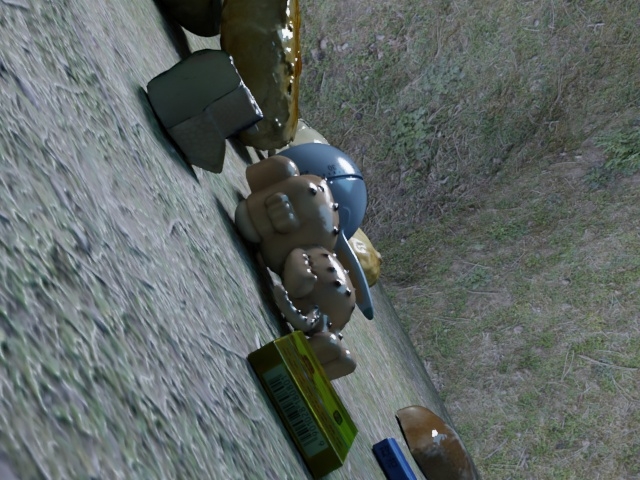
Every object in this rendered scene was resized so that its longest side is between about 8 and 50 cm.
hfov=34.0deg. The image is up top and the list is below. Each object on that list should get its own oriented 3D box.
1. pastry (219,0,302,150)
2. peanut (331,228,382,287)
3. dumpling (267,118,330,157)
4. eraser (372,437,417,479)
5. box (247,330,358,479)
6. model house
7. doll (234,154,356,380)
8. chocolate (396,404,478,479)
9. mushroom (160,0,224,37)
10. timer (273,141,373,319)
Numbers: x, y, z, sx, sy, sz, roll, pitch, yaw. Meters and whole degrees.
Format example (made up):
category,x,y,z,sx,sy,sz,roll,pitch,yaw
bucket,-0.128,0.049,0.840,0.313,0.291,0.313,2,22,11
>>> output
category,x,y,z,sx,sy,sz,roll,pitch,yaw
pastry,-0.101,-0.303,1.795,0.329,0.136,0.330,1,90,-89
peanut,0.049,0.026,2.072,0.159,0.109,0.141,49,-13,31
dumpling,-0.043,-0.136,2.119,0.247,0.142,0.173,66,33,-50
eraser,0.100,0.293,1.331,0.085,0.027,0.063,61,3,15
box,-0.012,0.145,0.972,0.121,0.030,0.193,61,3,5
model house,-0.120,-0.142,1.153,0.088,0.100,0.100,61,2,37
doll,-0.023,0.026,1.212,0.154,0.119,0.278,55,16,-45
chocolate,0.228,0.394,1.848,0.254,0.080,0.157,59,4,-25
mushroom,-0.255,-0.491,1.894,0.292,0.217,0.212,-54,158,-69
timer,-0.017,-0.012,1.438,0.175,0.175,0.256,53,38,-63
